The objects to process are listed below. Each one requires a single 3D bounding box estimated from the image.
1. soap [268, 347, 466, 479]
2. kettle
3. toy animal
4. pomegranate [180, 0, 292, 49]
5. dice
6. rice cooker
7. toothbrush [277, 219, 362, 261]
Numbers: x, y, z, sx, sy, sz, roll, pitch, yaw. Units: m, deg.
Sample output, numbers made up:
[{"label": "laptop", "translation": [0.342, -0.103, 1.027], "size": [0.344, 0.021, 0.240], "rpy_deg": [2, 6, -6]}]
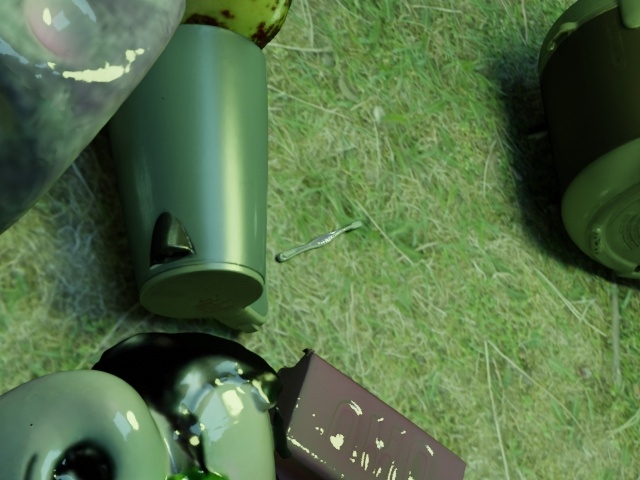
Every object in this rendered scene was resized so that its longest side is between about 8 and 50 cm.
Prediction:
[{"label": "soap", "translation": [0.037, 0.208, 1.410], "size": [0.203, 0.065, 0.122], "rpy_deg": [36, 45, -17]}, {"label": "kettle", "translation": [-0.111, -0.046, 1.406], "size": [0.210, 0.159, 0.243], "rpy_deg": [49, 31, -63]}, {"label": "toy animal", "translation": [-0.152, 0.186, 1.150], "size": [0.213, 0.212, 0.266], "rpy_deg": [56, 39, 3]}, {"label": "pomegranate", "translation": [-0.122, -0.272, 1.436], "size": [0.203, 0.276, 0.222], "rpy_deg": [-3, 90, -4]}, {"label": "dice", "translation": [-0.292, -0.179, 1.220], "size": [0.270, 0.270, 0.271], "rpy_deg": [40, 44, -15]}, {"label": "rice cooker", "translation": [0.436, -0.151, 1.820], "size": [0.335, 0.335, 0.325], "rpy_deg": [19, 52, -32]}, {"label": "toothbrush", "translation": [0.000, 0.000, 1.554], "size": [0.131, 0.013, 0.011], "rpy_deg": [-22, 70, -46]}]
